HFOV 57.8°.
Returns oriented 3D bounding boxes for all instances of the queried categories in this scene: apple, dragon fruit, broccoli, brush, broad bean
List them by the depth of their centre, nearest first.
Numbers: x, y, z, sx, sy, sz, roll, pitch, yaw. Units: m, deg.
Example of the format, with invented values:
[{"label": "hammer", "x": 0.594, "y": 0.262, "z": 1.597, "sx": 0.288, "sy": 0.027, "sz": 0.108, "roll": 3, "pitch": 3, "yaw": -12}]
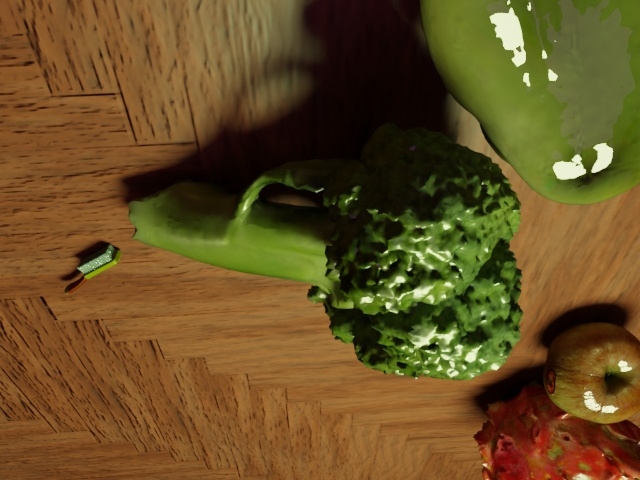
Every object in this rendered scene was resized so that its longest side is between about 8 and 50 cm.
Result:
[{"label": "broad bean", "x": 0.162, "y": -0.138, "z": 0.353, "sx": 0.189, "sy": 0.121, "sz": 0.263, "roll": -21, "pitch": 135, "yaw": 12}, {"label": "broccoli", "x": 0.034, "y": -0.001, "z": 0.494, "sx": 0.302, "sy": 0.186, "sz": 0.254, "roll": 18, "pitch": 165, "yaw": 45}, {"label": "brush", "x": -0.234, "y": 0.030, "z": 0.579, "sx": 0.083, "sy": 0.018, "sz": 0.021, "roll": -30, "pitch": 124, "yaw": 25}, {"label": "apple", "x": 0.344, "y": 0.162, "z": 0.722, "sx": 0.126, "sy": 0.125, "sz": 0.102, "roll": -5, "pitch": 179, "yaw": 0}, {"label": "dragon fruit", "x": 0.347, "y": 0.301, "z": 0.801, "sx": 0.210, "sy": 0.205, "sz": 0.268, "roll": -18, "pitch": -177, "yaw": -30}]
